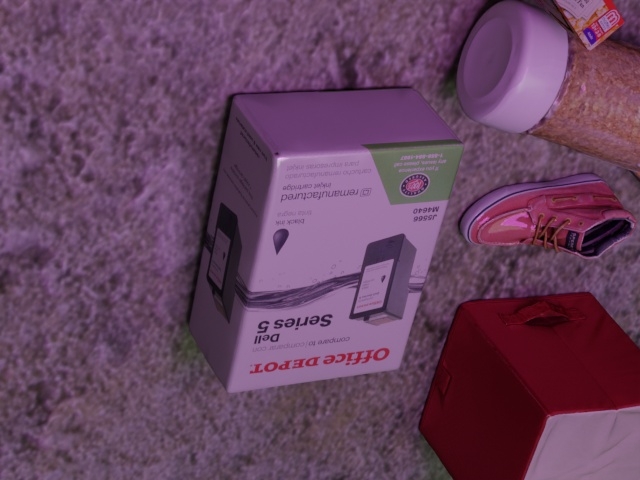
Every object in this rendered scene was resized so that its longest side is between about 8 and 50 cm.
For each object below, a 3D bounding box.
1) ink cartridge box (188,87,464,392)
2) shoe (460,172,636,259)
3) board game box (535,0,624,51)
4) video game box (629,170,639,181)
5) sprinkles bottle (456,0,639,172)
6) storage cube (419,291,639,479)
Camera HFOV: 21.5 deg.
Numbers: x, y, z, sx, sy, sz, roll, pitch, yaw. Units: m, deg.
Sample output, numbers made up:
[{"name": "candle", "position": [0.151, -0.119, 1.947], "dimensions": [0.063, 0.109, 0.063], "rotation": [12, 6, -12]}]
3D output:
[{"name": "ink cartridge box", "position": [0.000, 0.000, 1.613], "dimensions": [0.198, 0.115, 0.273], "rotation": [-5, 127, -26]}, {"name": "shoe", "position": [0.240, -0.018, 1.761], "dimensions": [0.178, 0.081, 0.063], "rotation": [-14, 130, -20]}, {"name": "board game box", "position": [0.178, -0.271, 1.483], "dimensions": [0.045, 0.147, 0.193], "rotation": [-40, 135, 4]}, {"name": "video game box", "position": [0.430, -0.111, 1.822], "dimensions": [0.187, 0.048, 0.205], "rotation": [-46, 133, 6]}, {"name": "sprinkles bottle", "position": [0.309, -0.129, 1.649], "dimensions": [0.355, 0.121, 0.121], "rotation": [15, 116, -27]}, {"name": "storage cube", "position": [0.248, 0.191, 1.852], "dimensions": [0.183, 0.193, 0.215], "rotation": [-3, 127, -28]}]
